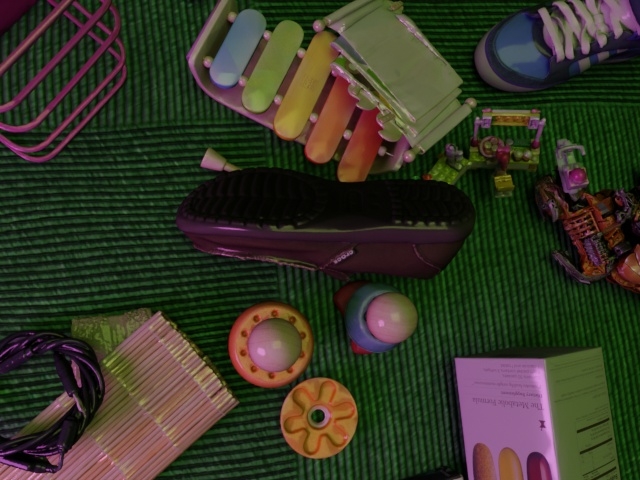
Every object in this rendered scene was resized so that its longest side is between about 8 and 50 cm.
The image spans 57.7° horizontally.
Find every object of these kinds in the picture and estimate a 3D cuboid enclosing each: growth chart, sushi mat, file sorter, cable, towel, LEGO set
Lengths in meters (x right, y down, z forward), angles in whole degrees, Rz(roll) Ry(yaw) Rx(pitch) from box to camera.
[{"bbox_3d":[0.097,-0.225,0.760,0.172,0.021,0.237,-31,82,-24],"label":"growth chart"},{"bbox_3d":[-0.259,0.241,0.686,0.316,0.019,0.151,-41,96,-7],"label":"sushi mat"},{"bbox_3d":[-0.335,-0.226,0.620,0.182,0.290,0.202,39,77,-7],"label":"file sorter"},{"bbox_3d":[-0.341,0.172,0.657,0.184,0.047,0.151,11,71,14],"label":"cable"},{"bbox_3d":[-0.249,0.162,0.714,0.110,0.027,0.148,-7,88,-11],"label":"towel"},{"bbox_3d":[0.203,-0.097,0.774,0.287,0.107,0.132,-17,68,4],"label":"LEGO set"}]

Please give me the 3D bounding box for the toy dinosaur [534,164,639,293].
[{"bbox_3d":[0.463,-0.004,0.845,0.322,0.164,0.218,42,91,-22],"label":"toy dinosaur"}]

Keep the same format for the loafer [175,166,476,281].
[{"bbox_3d":[0.000,0.000,0.721,0.365,0.130,0.134,5,38,8],"label":"loafer"}]

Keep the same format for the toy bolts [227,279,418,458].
[{"bbox_3d":[0.023,0.147,0.704,0.228,0.158,0.218,-27,88,-13],"label":"toy bolts"}]

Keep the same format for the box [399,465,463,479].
[{"bbox_3d":[0.051,0.446,0.723,0.322,0.058,0.232,-11,84,-14],"label":"box"}]

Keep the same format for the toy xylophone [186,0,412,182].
[{"bbox_3d":[-0.025,-0.173,0.779,0.322,0.081,0.236,18,80,-8],"label":"toy xylophone"}]

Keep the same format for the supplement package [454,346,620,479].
[{"bbox_3d":[0.276,0.263,0.730,0.133,0.139,0.244,0,81,-37],"label":"supplement package"}]

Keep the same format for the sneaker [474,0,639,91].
[{"bbox_3d":[0.402,-0.320,0.804,0.322,0.236,0.130,-14,85,-13],"label":"sneaker"}]
